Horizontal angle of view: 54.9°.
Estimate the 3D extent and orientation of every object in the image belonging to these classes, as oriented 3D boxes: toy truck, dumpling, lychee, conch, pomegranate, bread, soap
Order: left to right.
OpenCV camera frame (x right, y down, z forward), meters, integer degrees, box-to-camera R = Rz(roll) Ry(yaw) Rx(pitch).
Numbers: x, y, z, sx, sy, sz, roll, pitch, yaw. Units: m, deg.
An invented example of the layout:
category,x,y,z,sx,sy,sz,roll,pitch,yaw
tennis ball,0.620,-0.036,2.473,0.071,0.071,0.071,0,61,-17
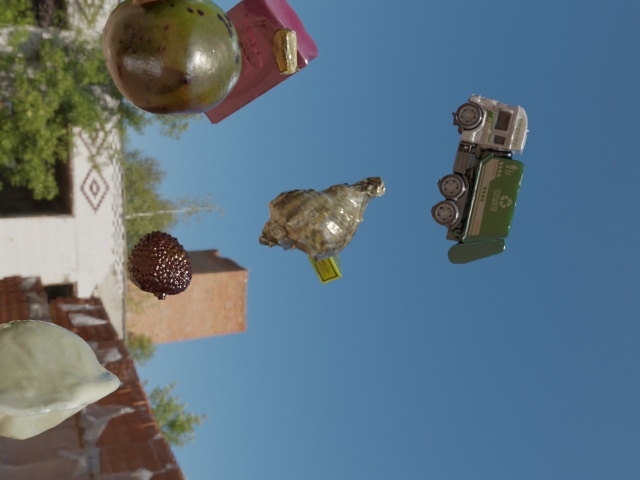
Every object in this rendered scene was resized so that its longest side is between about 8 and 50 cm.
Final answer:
category,x,y,z,sx,sy,sz,roll,pitch,yaw
dumpling,-0.486,0.230,1.025,0.243,0.318,0.187,-3,-89,57
lychee,-0.306,0.047,1.175,0.123,0.123,0.129,23,-64,61
pomegranate,-0.303,-0.416,1.242,0.291,0.291,0.323,26,-54,61
soap,-0.213,-0.498,1.658,0.360,0.128,0.233,-24,-68,31
bread,-0.086,-0.459,1.497,0.072,0.053,0.105,-128,-146,-56
conch,0.006,-0.037,1.336,0.210,0.291,0.158,128,-51,-78
toy truck,0.244,-0.087,0.944,0.114,0.124,0.253,-7,111,-73

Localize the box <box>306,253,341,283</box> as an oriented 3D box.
category,x,y,z,sx,sy,sz,roll,pitch,yaw
box,0.000,0.000,1.676,0.220,0.064,0.141,-90,155,-60
